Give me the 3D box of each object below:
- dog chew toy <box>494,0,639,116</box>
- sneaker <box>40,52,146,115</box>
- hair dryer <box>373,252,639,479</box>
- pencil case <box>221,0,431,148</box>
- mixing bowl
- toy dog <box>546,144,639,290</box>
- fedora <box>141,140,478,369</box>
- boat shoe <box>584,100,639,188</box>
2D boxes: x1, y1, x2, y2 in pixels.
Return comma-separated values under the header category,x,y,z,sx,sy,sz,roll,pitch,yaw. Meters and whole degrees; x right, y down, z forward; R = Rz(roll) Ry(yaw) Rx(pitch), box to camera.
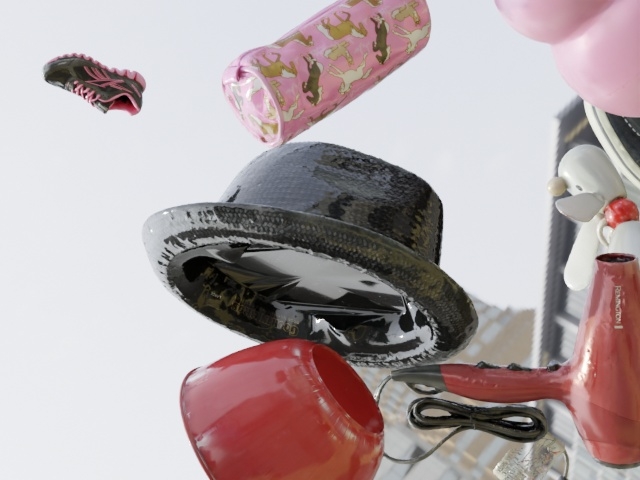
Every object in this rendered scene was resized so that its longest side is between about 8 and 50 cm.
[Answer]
category,x,y,z,sx,sy,sz,roll,pitch,yaw
dog chew toy,0.269,-0.273,0.949,0.207,0.331,0.207,-54,11,16
sneaker,-0.250,-0.168,1.038,0.119,0.057,0.047,9,-35,-28
hair dryer,0.198,0.136,0.837,0.294,0.223,0.080,-54,5,16
pencil case,0.014,-0.314,1.603,0.386,0.167,0.160,-38,-12,-25
mixing bowl,-0.013,0.146,0.741,0.098,0.181,0.181,-39,-29,14
toy dog,0.368,0.036,1.218,0.160,0.334,0.220,-22,-56,4
fedora,0.000,0.000,0.908,0.334,0.333,0.153,62,-139,-54
boat shoe,0.659,-0.110,1.573,0.156,0.500,0.187,-50,-2,37
